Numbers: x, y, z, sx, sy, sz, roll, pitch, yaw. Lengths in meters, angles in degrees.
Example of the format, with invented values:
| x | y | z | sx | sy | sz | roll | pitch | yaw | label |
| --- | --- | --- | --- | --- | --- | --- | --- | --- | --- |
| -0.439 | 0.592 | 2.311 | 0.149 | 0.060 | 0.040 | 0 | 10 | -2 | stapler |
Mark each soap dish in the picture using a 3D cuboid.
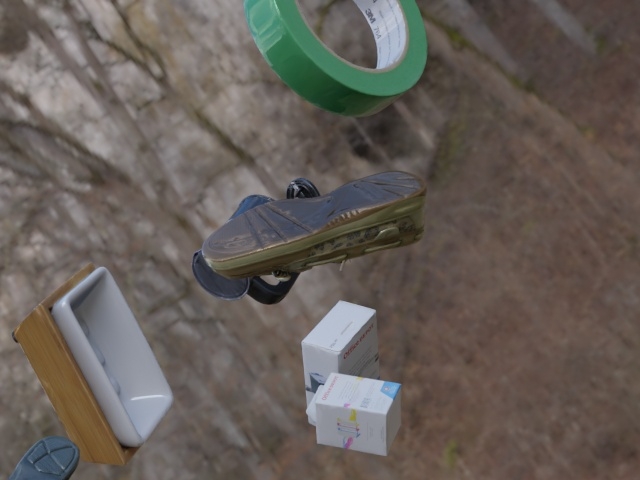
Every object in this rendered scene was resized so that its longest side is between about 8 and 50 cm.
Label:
| x | y | z | sx | sy | sz | roll | pitch | yaw | label |
| --- | --- | --- | --- | --- | --- | --- | --- | --- | --- |
| -0.367 | 0.203 | 2.210 | 0.118 | 0.291 | 0.229 | -23 | 10 | 16 | soap dish |

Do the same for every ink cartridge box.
| x | y | z | sx | sy | sz | roll | pitch | yaw | label |
| --- | --- | --- | --- | --- | --- | --- | --- | --- | --- |
| 0.039 | 0.226 | 2.418 | 0.139 | 0.082 | 0.191 | -44 | -41 | -44 | ink cartridge box |
| 0.056 | 0.290 | 2.286 | 0.092 | 0.143 | 0.090 | -55 | -32 | -55 | ink cartridge box |

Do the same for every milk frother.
| x | y | z | sx | sy | sz | roll | pitch | yaw | label |
| --- | --- | --- | --- | --- | --- | --- | --- | --- | --- |
| -0.075 | -0.005 | 1.759 | 0.135 | 0.129 | 0.143 | -54 | -16 | -48 | milk frother |

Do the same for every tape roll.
| x | y | z | sx | sy | sz | roll | pitch | yaw | label |
| --- | --- | --- | --- | --- | --- | --- | --- | --- | --- |
| 0.028 | -0.356 | 2.189 | 0.321 | 0.321 | 0.077 | -17 | -11 | -45 | tape roll |

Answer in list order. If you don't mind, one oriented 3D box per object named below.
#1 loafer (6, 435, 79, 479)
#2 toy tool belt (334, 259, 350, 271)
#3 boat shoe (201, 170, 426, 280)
| x | y | z | sx | sy | sz | roll | pitch | yaw | label |
| --- | --- | --- | --- | --- | --- | --- | --- | --- | --- |
| -0.434 | 0.386 | 1.927 | 0.267 | 0.096 | 0.084 | -44 | -22 | -49 | loafer |
| 0.024 | 0.010 | 1.931 | 0.052 | 0.051 | 0.083 | -6 | 20 | -2 | toy tool belt |
| 0.000 | 0.000 | 1.622 | 0.285 | 0.104 | 0.089 | -16 | -58 | -15 | boat shoe |
